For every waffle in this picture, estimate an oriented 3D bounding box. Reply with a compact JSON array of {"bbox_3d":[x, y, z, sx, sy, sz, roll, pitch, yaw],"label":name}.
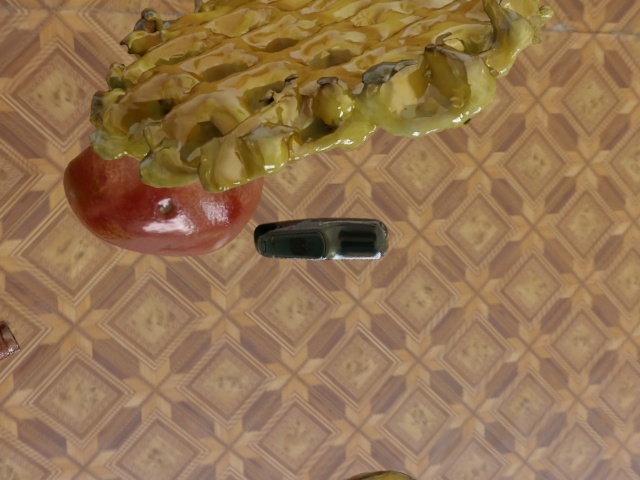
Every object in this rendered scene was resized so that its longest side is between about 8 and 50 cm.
[{"bbox_3d":[-0.003,-0.127,0.406,0.262,0.280,0.060,-7,131,9],"label":"waffle"}]

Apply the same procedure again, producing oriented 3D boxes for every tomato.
[{"bbox_3d":[-0.247,-0.055,1.143,0.339,0.338,0.143,-4,68,-18],"label":"tomato"}]

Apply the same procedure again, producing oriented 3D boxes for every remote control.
[{"bbox_3d":[0.000,0.000,1.127,0.222,0.042,0.072,-1,117,6],"label":"remote control"}]

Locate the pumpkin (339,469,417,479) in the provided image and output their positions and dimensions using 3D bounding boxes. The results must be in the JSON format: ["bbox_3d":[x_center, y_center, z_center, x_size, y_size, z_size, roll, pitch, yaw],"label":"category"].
[{"bbox_3d":[0.058,0.390,1.030,0.254,0.130,0.149,13,91,-17],"label":"pumpkin"}]

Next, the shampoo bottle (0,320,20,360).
[{"bbox_3d":[-0.629,0.222,1.133,0.260,0.064,0.102,-30,88,-22],"label":"shampoo bottle"}]
